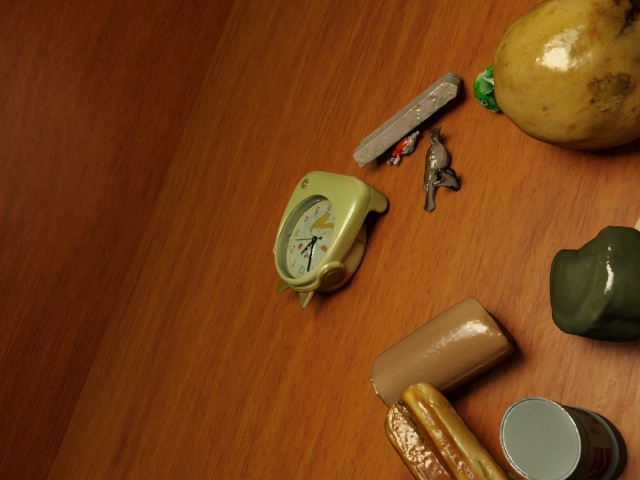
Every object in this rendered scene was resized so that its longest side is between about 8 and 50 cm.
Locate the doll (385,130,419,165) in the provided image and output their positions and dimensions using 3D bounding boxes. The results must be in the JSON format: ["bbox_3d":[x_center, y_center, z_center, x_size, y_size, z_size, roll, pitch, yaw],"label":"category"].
[{"bbox_3d":[0.203,-0.227,1.109,0.114,0.039,0.057,-37,17,45],"label":"doll"}]

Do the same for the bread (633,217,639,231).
[{"bbox_3d":[0.543,0.009,0.541,0.316,0.054,0.316,-26,53,40],"label":"bread"}]

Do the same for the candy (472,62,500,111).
[{"bbox_3d":[0.446,-0.367,0.867,0.323,0.097,0.097,-32,48,26],"label":"candy"}]

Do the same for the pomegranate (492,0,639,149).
[{"bbox_3d":[0.402,-0.255,0.697,0.260,0.260,0.260,-28,51,40],"label":"pomegranate"}]

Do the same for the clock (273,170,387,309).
[{"bbox_3d":[0.000,0.000,1.172,0.286,0.117,0.348,23,90,54],"label":"clock"}]

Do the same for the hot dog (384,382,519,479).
[{"bbox_3d":[0.226,0.369,0.671,0.337,0.100,0.135,51,127,32],"label":"hot dog"}]

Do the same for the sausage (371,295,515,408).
[{"bbox_3d":[0.212,0.199,0.791,0.253,0.123,0.123,-42,43,28],"label":"sausage"}]

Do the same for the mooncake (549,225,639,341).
[{"bbox_3d":[0.389,0.054,0.623,0.175,0.104,0.168,-76,-11,-71],"label":"mooncake"}]

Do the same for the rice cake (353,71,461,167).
[{"bbox_3d":[0.205,-0.291,1.098,0.298,0.050,0.106,-35,14,35],"label":"rice cake"}]

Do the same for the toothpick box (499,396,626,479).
[{"bbox_3d":[0.318,0.265,0.594,0.101,0.153,0.101,-27,52,41],"label":"toothpick box"}]

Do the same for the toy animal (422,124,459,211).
[{"bbox_3d":[0.252,-0.172,0.995,0.105,0.070,0.202,137,138,-57],"label":"toy animal"}]
